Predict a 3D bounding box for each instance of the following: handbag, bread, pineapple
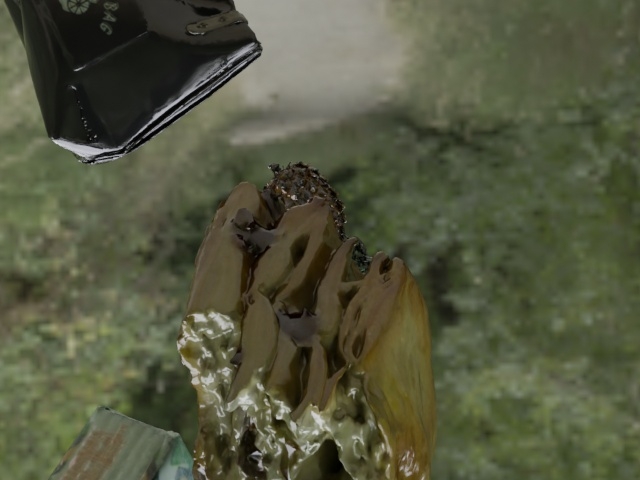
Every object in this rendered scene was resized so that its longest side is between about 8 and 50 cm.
[{"bbox_3d":[-0.241,-0.285,2.179,0.288,0.342,0.152,-24,168,5],"label":"handbag"},{"bbox_3d":[-0.004,0.169,1.452,0.191,0.370,0.314,-3,137,9],"label":"bread"},{"bbox_3d":[0.001,0.000,2.070,0.103,0.221,0.083,-28,171,-37],"label":"pineapple"}]

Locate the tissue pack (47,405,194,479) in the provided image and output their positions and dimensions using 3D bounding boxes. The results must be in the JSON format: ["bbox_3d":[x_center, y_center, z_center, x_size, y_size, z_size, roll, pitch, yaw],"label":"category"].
[{"bbox_3d":[-0.209,0.344,1.653,0.128,0.311,0.228,16,150,28],"label":"tissue pack"}]
